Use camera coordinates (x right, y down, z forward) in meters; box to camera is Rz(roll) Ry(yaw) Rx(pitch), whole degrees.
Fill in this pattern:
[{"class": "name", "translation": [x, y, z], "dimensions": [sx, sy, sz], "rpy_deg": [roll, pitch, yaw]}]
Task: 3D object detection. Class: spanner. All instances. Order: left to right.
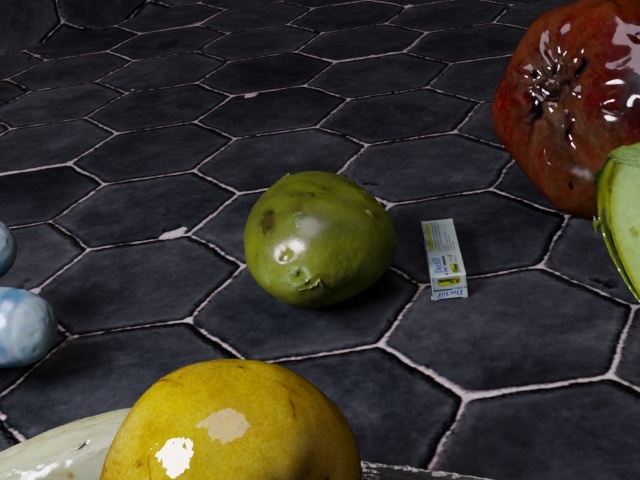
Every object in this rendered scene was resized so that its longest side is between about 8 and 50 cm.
[{"class": "spanner", "translation": [0.041, 0.213, 0.995], "dimensions": [0.325, 0.026, 0.093], "rpy_deg": [5, 27, 22]}]

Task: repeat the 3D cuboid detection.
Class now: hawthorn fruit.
[{"class": "hawthorn fruit", "translation": [0.393, -0.159, 1.397], "dimensions": [0.308, 0.324, 0.308], "rpy_deg": [-40, 31, 31]}]

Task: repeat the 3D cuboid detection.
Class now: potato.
[{"class": "potato", "translation": [0.000, 0.000, 1.320], "dimensions": [0.186, 0.148, 0.253], "rpy_deg": [16, 22, 13]}]

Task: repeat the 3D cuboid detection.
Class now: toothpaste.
[{"class": "toothpaste", "translation": [0.151, 0.020, 1.355], "dimensions": [0.046, 0.034, 0.164], "rpy_deg": [-6, 25, 3]}]

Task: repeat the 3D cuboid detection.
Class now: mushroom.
[{"class": "mushroom", "translation": [-0.256, 0.222, 0.996], "dimensions": [0.333, 0.087, 0.107], "rpy_deg": [-15, 11, -6]}]

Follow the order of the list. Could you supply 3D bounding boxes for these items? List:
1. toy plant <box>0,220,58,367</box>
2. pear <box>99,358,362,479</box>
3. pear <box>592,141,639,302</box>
[{"class": "toy plant", "translation": [-0.447, 0.085, 1.215], "dimensions": [0.332, 0.247, 0.247], "rpy_deg": [8, 29, 18]}, {"class": "pear", "translation": [-0.075, 0.192, 0.869], "dimensions": [0.209, 0.209, 0.209], "rpy_deg": [-7, 25, 3]}, {"class": "pear", "translation": [0.482, -0.012, 1.167], "dimensions": [0.282, 0.176, 0.286], "rpy_deg": [-22, 33, -30]}]
